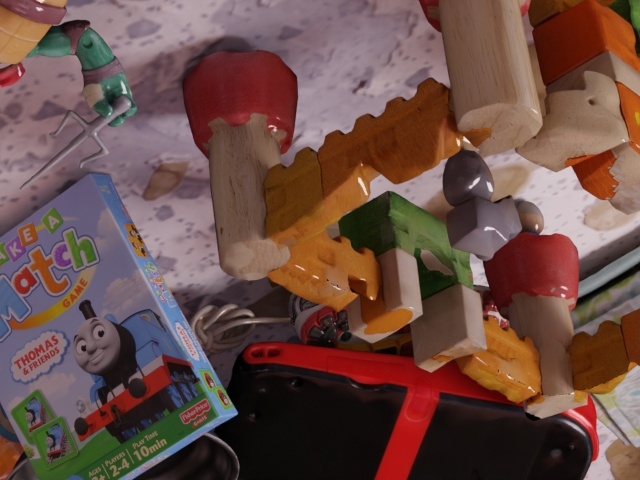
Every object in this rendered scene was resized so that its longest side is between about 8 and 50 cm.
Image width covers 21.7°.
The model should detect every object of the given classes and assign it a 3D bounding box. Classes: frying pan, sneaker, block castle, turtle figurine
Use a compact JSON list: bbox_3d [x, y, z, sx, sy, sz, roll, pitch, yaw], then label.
[{"bbox_3d":[-0.143,0.224,1.440,0.197,0.053,0.326,-21,146,12],"label":"frying pan"},{"bbox_3d":[0.075,0.061,1.502,0.225,0.092,0.088,4,118,-30],"label":"sneaker"},{"bbox_3d":[0.148,-0.055,1.269,0.303,0.212,0.453,-28,142,32],"label":"block castle"},{"bbox_3d":[-0.182,-0.145,1.036,0.175,0.118,0.234,4,126,-56],"label":"turtle figurine"}]

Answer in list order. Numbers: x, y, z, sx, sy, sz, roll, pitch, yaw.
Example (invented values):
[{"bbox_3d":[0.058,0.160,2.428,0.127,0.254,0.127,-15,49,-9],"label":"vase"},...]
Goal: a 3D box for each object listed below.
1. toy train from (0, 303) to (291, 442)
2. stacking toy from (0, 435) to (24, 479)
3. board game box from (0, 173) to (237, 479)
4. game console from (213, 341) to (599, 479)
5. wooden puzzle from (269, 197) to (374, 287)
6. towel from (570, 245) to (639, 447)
[{"bbox_3d":[-0.160,0.115,1.444,0.248,0.105,0.143,-4,154,-24],"label":"toy train"},{"bbox_3d":[-0.377,0.232,1.461,0.302,0.165,0.175,-27,163,-10],"label":"stacking toy"},{"bbox_3d":[-0.180,0.080,1.275,0.160,0.211,0.039,-34,166,18],"label":"board game box"},{"bbox_3d":[0.050,0.258,1.536,0.342,0.060,0.386,10,125,-11],"label":"game console"},{"bbox_3d":[0.000,0.000,1.437,0.116,0.014,0.078,-24,151,5],"label":"wooden puzzle"},{"bbox_3d":[0.411,0.066,1.695,0.374,0.090,0.320,-30,149,13],"label":"towel"}]
